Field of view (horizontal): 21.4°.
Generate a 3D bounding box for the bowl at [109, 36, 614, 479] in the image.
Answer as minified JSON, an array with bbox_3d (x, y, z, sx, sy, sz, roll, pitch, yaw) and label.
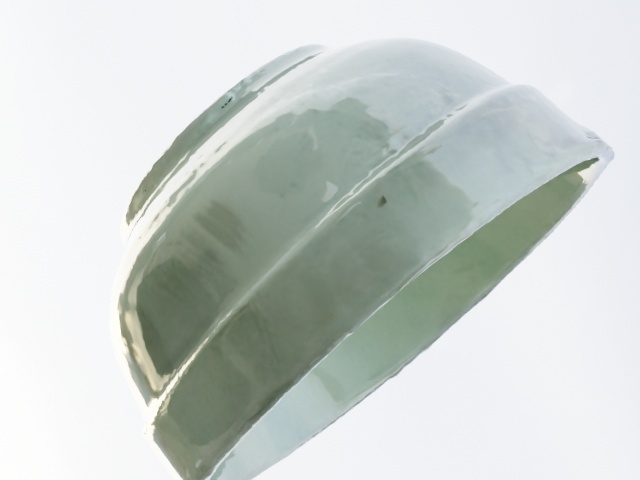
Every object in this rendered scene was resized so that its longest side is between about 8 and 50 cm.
[{"bbox_3d":[0.000,0.000,0.968,0.163,0.307,0.307,47,-49,11],"label":"bowl"}]
